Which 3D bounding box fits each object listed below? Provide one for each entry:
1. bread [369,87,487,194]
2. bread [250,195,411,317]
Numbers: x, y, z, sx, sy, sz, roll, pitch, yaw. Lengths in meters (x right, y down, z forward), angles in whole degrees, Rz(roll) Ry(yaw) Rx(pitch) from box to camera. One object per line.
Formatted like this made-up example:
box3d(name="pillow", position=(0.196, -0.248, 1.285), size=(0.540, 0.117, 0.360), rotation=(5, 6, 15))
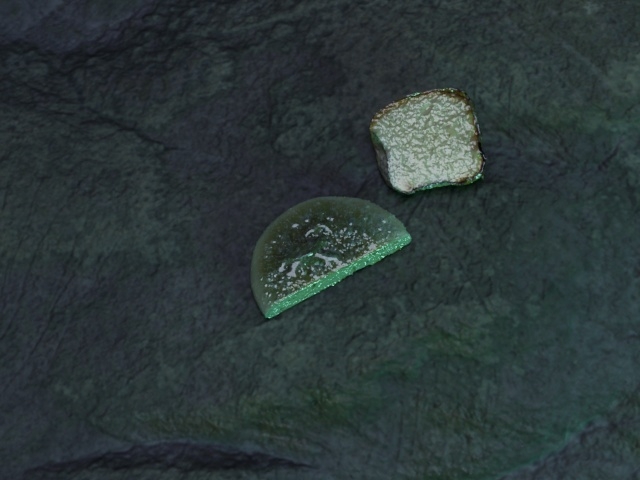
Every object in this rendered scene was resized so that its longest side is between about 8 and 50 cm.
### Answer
box3d(name="bread", position=(0.126, -0.111, 1.780), size=(0.129, 0.044, 0.126), rotation=(-12, 68, -5))
box3d(name="bread", position=(-0.005, -0.001, 1.734), size=(0.193, 0.036, 0.112), rotation=(-27, 61, -10))
